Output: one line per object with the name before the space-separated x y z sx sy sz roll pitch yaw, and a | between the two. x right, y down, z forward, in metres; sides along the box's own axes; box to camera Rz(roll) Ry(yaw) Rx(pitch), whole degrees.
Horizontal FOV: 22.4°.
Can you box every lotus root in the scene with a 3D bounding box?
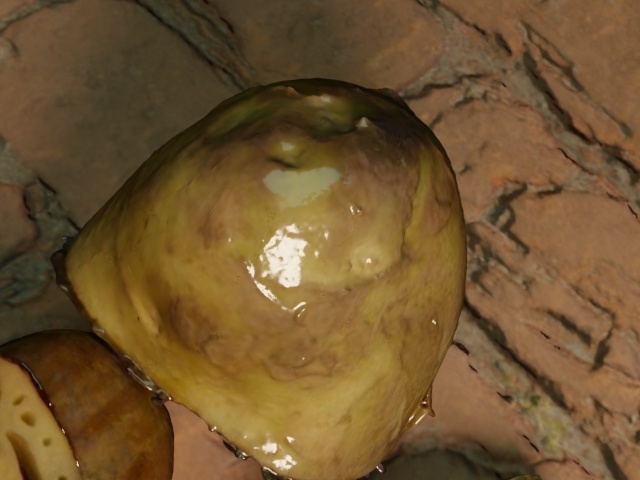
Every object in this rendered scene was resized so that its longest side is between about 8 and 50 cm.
lotus root | -0.199 0.153 1.134 0.188 0.199 0.180 69 24 -6

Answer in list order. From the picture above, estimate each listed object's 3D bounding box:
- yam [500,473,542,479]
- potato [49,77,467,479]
yam | 0.074 0.238 1.155 0.259 0.106 0.106 -15 60 -20
potato | 0.000 0.000 1.140 0.301 0.237 0.289 37 24 0
